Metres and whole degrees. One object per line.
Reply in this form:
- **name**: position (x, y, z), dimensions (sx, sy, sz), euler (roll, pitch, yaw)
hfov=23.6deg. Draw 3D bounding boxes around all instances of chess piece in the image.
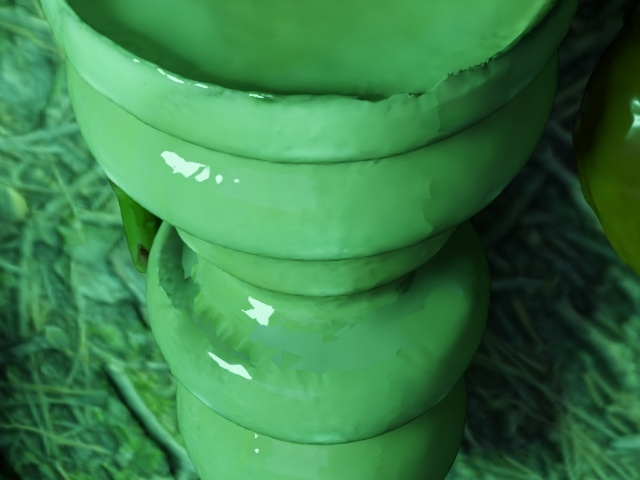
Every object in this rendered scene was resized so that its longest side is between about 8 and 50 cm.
- **chess piece**: position (0.000, 0.000, 0.614), dimensions (0.182, 0.182, 0.330), euler (14, 141, 14)

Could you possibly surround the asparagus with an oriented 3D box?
- **asparagus**: position (-0.090, -0.081, 0.670), dimensions (0.025, 0.024, 0.248), euler (-18, 133, -15)

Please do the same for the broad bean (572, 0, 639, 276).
- **broad bean**: position (0.181, -0.047, 0.501), dimensions (0.156, 0.122, 0.228), euler (43, 131, -19)

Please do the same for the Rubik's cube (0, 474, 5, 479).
- **Rubik's cube**: position (-0.344, 0.266, 0.908), dimensions (0.291, 0.290, 0.292), euler (-7, 131, 28)
